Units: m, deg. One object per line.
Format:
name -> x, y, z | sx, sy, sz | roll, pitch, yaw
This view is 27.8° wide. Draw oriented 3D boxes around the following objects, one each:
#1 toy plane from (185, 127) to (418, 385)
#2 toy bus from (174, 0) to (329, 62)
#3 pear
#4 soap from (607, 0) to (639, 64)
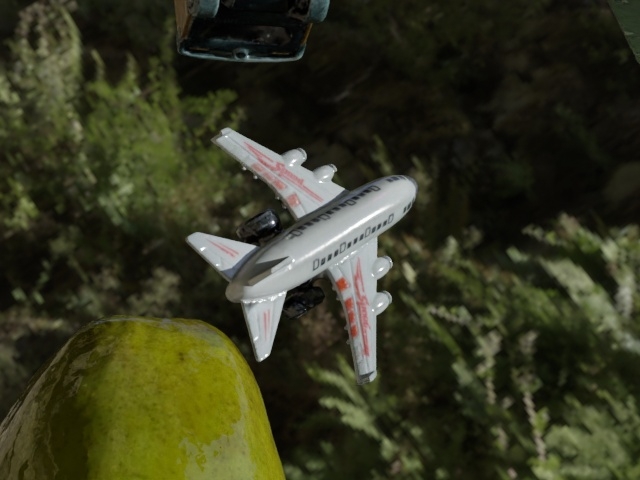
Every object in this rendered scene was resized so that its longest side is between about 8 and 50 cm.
toy plane -> 0.000, 0.000, 0.746 | 0.066, 0.171, 0.162 | -30, -89, 39
toy bus -> -0.035, -0.193, 0.758 | 0.182, 0.091, 0.103 | 117, -32, -56
pear -> -0.141, 0.211, 0.954 | 0.253, 0.253, 0.307 | 109, -21, -70
soap -> 0.350, -0.278, 1.057 | 0.261, 0.156, 0.446 | 7, -13, 25
